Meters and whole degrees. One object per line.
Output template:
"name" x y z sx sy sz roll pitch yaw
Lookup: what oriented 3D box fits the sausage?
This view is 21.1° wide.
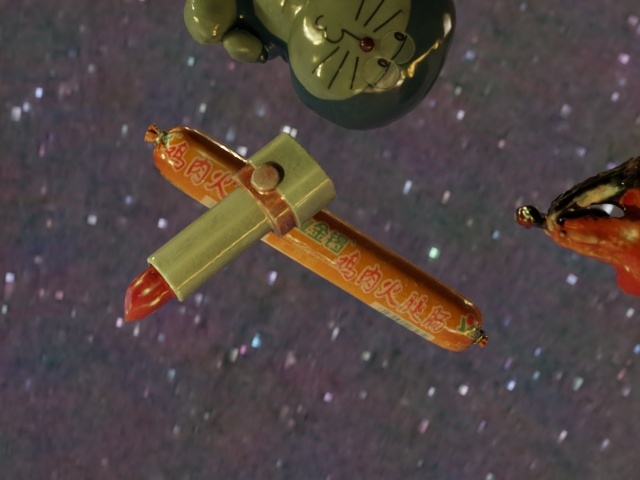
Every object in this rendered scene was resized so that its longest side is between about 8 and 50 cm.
"sausage" 0.000 0.000 1.454 0.347 0.053 0.053 32 -131 -12

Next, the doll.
"doll" 0.008 -0.080 0.580 0.083 0.076 0.050 40 -162 13

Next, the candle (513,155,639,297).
"candle" 0.230 0.023 0.782 0.301 0.084 0.059 12 -158 -7

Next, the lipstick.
"lipstick" -0.079 -0.002 1.303 0.186 0.057 0.063 -39 -116 -11
